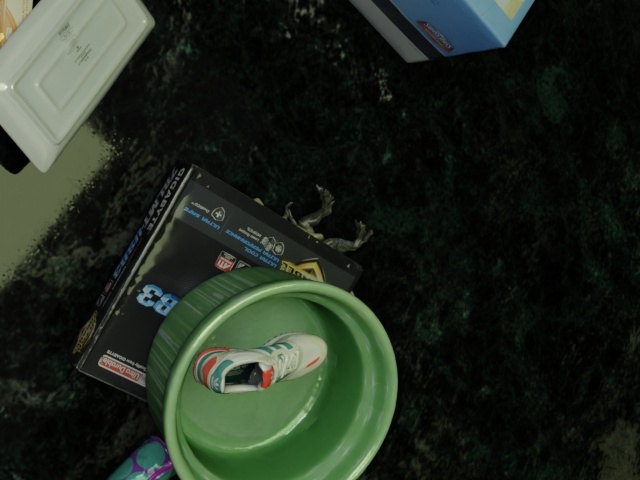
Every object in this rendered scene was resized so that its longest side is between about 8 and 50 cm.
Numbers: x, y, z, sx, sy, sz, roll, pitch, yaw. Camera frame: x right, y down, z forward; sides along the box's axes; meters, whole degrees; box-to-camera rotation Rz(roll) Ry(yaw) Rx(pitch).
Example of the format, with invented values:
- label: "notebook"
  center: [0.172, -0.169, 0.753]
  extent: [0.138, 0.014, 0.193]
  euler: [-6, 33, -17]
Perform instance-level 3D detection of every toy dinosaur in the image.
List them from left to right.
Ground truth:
- label: "toy dinosaur"
  center: [0.000, 0.000, 1.496]
  extent: [0.268, 0.064, 0.118]
  euler: [42, 86, -26]

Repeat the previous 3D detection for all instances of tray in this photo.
- label: "tray"
  center: [-0.292, -0.225, 1.261]
  extent: [0.145, 0.030, 0.270]
  euler: [56, 51, -40]

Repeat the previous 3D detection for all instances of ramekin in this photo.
- label: "ramekin"
  center: [-0.070, 0.178, 1.308]
  extent: [0.303, 0.148, 0.303]
  euler: [-7, 106, -25]

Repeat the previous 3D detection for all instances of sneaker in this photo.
- label: "sneaker"
  center: [-0.056, 0.144, 1.175]
  extent: [0.161, 0.075, 0.057]
  euler: [-6, 106, -25]

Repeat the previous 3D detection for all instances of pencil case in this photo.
- label: "pencil case"
  center: [-0.245, 0.321, 1.347]
  extent: [0.151, 0.070, 0.064]
  euler: [-44, 114, -24]

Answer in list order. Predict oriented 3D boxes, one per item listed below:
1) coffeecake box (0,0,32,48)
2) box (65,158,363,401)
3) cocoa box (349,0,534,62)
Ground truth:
- label: "coffeecake box"
  center: [-0.433, -0.223, 1.201]
  extent: [0.185, 0.068, 0.142]
  euler: [3, 92, -33]
- label: "box"
  center: [-0.133, 0.091, 1.381]
  extent: [0.295, 0.073, 0.293]
  euler: [32, 85, -29]
- label: "cocoa box"
  center: [0.137, -0.450, 1.463]
  extent: [0.347, 0.228, 0.231]
  euler: [42, 71, -27]
